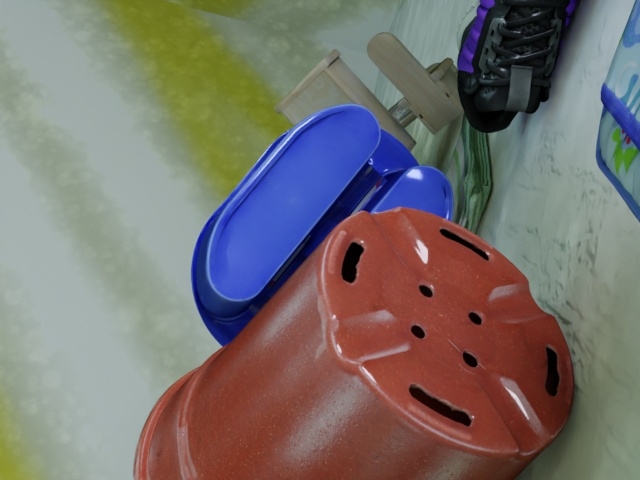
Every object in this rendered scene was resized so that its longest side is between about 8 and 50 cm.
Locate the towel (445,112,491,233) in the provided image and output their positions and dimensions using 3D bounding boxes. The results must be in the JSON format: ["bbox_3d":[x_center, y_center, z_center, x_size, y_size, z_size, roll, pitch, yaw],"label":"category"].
[{"bbox_3d":[0.154,0.004,1.184,0.248,0.038,0.325,-78,3,-57],"label":"towel"}]

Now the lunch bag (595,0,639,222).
[{"bbox_3d":[0.184,-0.070,0.356,0.219,0.090,0.176,-79,1,-65],"label":"lunch bag"}]

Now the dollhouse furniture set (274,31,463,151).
[{"bbox_3d":[0.105,-0.246,1.340,0.303,0.174,0.355,-37,10,38],"label":"dollhouse furniture set"}]

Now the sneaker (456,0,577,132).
[{"bbox_3d":[0.194,-0.195,0.839,0.293,0.102,0.146,97,-179,-69],"label":"sneaker"}]

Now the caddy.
[{"bbox_3d":[0.000,0.000,1.069,0.341,0.241,0.179,-50,5,-11],"label":"caddy"}]

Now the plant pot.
[{"bbox_3d":[0.031,0.133,0.674,0.265,0.272,0.272,-54,16,40],"label":"plant pot"}]
